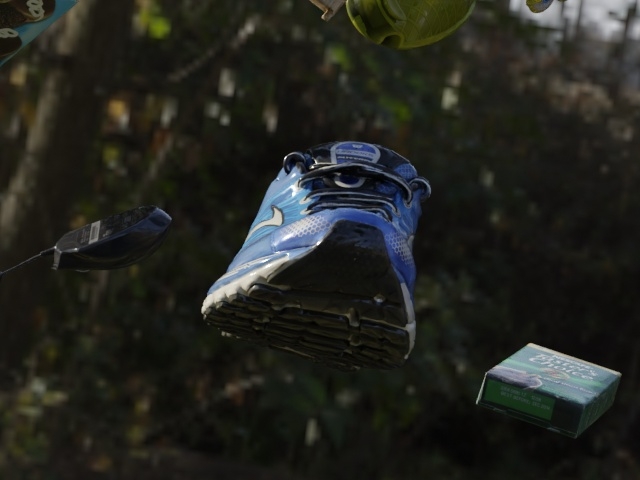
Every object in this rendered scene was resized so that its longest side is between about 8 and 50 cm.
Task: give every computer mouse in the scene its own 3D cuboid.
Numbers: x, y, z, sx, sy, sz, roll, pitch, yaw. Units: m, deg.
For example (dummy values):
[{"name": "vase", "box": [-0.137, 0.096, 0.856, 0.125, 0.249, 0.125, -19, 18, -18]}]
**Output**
[{"name": "computer mouse", "box": [-0.241, 0.028, 1.662, 0.242, 0.041, 0.071, -19, 18, 5]}]

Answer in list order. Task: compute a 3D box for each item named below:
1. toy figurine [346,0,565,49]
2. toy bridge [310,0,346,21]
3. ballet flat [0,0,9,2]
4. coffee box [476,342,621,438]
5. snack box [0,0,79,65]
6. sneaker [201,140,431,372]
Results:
[{"name": "toy figurine", "box": [0.193, -0.314, 1.626, 0.362, 0.191, 0.217, -23, -4, -29]}, {"name": "toy bridge", "box": [0.060, -0.238, 1.425, 0.063, 0.188, 0.026, 37, -6, 0]}, {"name": "ballet flat", "box": [-0.158, -0.299, 1.401, 0.123, 0.348, 0.123, 46, 17, -18]}, {"name": "coffee box", "box": [0.242, 0.155, 2.001, 0.113, 0.040, 0.184, 18, 12, 19]}, {"name": "snack box", "box": [-0.394, -0.249, 1.773, 0.187, 0.060, 0.322, -35, -32, 25]}, {"name": "sneaker", "box": [0.000, 0.000, 1.214, 0.129, 0.147, 0.330, 15, -5, -6]}]
